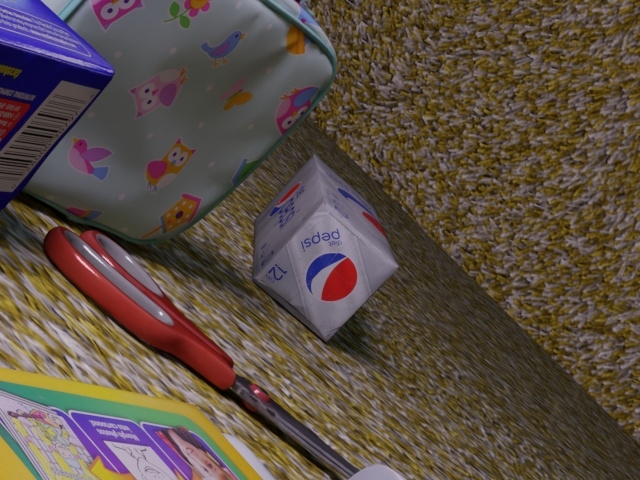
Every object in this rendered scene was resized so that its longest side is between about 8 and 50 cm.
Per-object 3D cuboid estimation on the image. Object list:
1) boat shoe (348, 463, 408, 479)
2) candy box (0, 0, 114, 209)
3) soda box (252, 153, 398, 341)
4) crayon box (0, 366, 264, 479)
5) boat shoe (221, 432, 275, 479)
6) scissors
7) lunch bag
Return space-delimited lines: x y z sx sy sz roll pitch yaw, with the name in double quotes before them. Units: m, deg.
"boat shoe" 0.080 0.198 0.798 0.084 0.095 0.258 34 11 -26
"candy box" -0.291 -0.163 0.822 0.317 0.122 0.268 45 9 10
"soda box" 0.000 0.000 1.521 0.091 0.098 0.286 41 7 -9
"crayon box" -0.071 0.122 0.488 0.165 0.081 0.278 46 8 23
"boat shoe" -0.021 0.150 0.761 0.142 0.049 0.040 43 26 15
"scissors" -0.056 0.092 1.011 0.297 0.021 0.109 43 5 -2
"lunch bag" -0.122 -0.123 1.082 0.108 0.224 0.279 47 9 29
